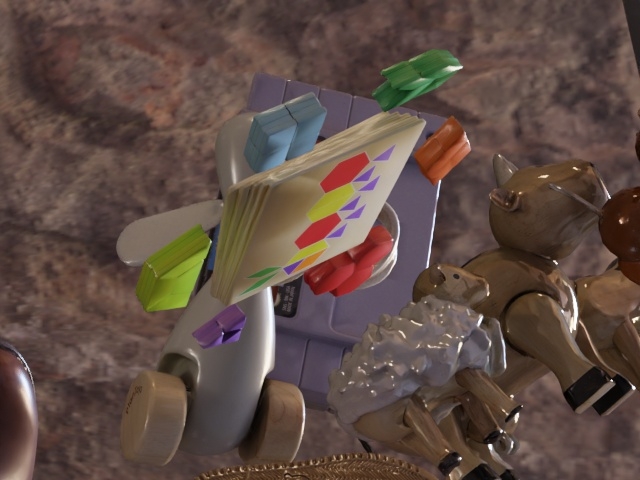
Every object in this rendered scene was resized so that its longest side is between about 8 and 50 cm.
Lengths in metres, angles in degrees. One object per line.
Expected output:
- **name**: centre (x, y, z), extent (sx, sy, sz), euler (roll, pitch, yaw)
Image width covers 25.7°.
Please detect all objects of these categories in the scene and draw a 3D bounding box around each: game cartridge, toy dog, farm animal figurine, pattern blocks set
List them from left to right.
- **toy dog**: centre (-0.093, 0.064, 1.305), extent (0.220, 0.161, 0.334), euler (35, -109, -22)
- **pattern blocks set**: centre (-0.009, -0.022, 1.022), extent (0.285, 0.325, 0.026), euler (-21, -113, -36)
- **game cartridge**: centre (0.000, 0.000, 1.446), extent (0.230, 0.068, 0.355), euler (15, -119, -9)
- **farm animal figurine**: centre (0.149, 0.041, 0.946), extent (0.327, 0.330, 0.172), euler (-36, -113, -5)

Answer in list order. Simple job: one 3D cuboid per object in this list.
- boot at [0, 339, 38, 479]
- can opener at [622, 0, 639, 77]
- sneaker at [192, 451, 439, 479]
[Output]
- **boot**: centre (-0.183, 0.217, 0.773), extent (0.096, 0.280, 0.264), euler (19, -83, -33)
- **can opener**: centre (0.251, -0.219, 0.984), extent (0.076, 0.095, 0.283), euler (-33, -52, -12)
- **sneaker**: centre (-0.002, 0.133, 0.635), extent (0.118, 0.067, 0.042), euler (0, -138, -4)
